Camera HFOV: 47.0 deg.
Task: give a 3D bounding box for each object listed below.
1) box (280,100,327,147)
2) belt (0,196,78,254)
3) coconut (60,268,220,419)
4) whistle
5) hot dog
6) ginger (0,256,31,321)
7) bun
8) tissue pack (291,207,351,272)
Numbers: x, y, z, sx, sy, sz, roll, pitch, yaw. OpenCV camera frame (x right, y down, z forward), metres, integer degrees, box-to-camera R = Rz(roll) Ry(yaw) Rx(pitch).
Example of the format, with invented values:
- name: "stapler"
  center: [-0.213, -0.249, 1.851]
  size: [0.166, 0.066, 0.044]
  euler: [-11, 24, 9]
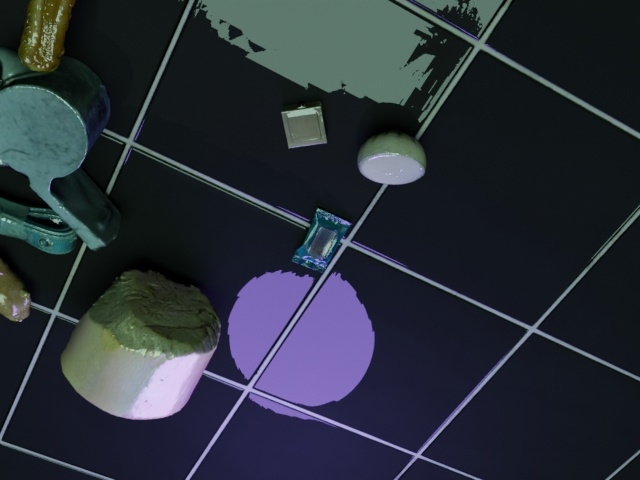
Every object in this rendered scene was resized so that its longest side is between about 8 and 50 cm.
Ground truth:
- name: "box"
  center: [-0.032, -0.228, 1.434]
  size: [0.080, 0.035, 0.083]
  euler: [-7, 122, 5]
- name: "belt"
  center: [-0.656, -0.052, 1.534]
  size: [0.303, 0.087, 0.072]
  euler: [19, 134, -10]
- name: "coconut"
  center: [-0.395, 0.240, 1.609]
  size: [0.298, 0.297, 0.309]
  euler: [28, 117, -16]
- name: "whistle"
  center: [-0.504, -0.168, 1.403]
  size: [0.188, 0.168, 0.404]
  euler: [1, 122, 0]
- name: "hot dog"
  center: [-0.450, -0.429, 1.253]
  size: [0.083, 0.068, 0.288]
  euler: [16, 102, -13]
- name: "ginger"
  center: [-0.807, 0.041, 1.566]
  size: [0.349, 0.122, 0.363]
  euler: [2, 133, -10]
- name: "bun"
  center: [0.140, -0.174, 1.434]
  size: [0.138, 0.094, 0.138]
  euler: [6, 161, 2]
- name: "tissue pack"
  center: [0.000, 0.000, 1.587]
  size: [0.085, 0.028, 0.138]
  euler: [22, 116, -16]
